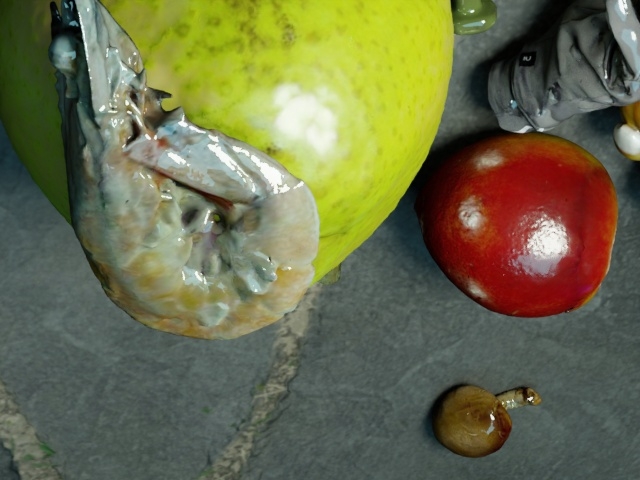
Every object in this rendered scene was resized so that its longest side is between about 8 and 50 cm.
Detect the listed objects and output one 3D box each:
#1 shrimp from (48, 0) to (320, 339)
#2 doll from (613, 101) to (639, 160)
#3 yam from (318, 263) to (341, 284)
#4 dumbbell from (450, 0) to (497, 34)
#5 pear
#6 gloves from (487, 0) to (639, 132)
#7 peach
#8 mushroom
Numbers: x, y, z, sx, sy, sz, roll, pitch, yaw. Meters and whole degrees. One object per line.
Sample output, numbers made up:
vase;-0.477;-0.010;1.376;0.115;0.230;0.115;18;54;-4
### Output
shrimp;-0.090;-0.041;1.005;0.164;0.062;0.316;-7;134;7
doll;0.376;-0.102;1.493;0.162;0.167;0.269;-49;135;-8
yam;0.000;0.000;1.540;0.043;0.043;0.094;-9;133;-10
dumbbell;0.128;-0.239;1.373;0.052;0.046;0.118;-12;132;0
pear;-0.072;-0.130;1.189;0.391;0.391;0.391;-9;132;-10
gloves;0.263;-0.188;1.384;0.119;0.142;0.285;21;147;-23
peach;0.188;-0.015;1.501;0.197;0.197;0.197;-9;132;-10
mushroom;0.191;0.197;1.753;0.130;0.073;0.088;-21;99;-4
